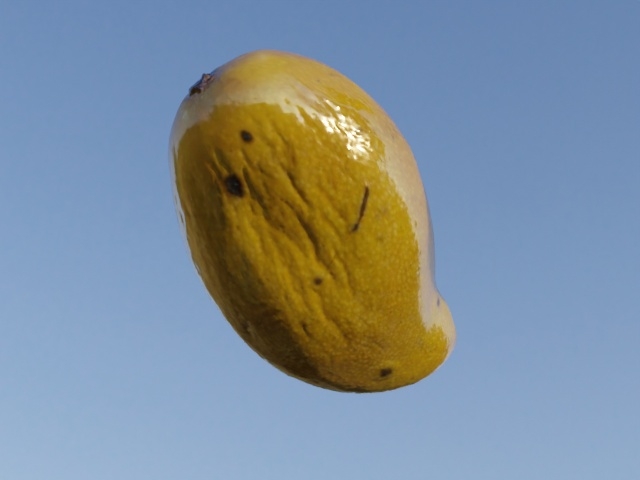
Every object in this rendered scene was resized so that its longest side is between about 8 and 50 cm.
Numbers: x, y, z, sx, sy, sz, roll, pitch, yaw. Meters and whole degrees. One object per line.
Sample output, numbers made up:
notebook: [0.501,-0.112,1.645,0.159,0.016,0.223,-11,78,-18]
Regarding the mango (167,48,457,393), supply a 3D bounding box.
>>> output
mango: [0.001,0.001,0.884,0.262,0.157,0.109,57,-6,-21]
